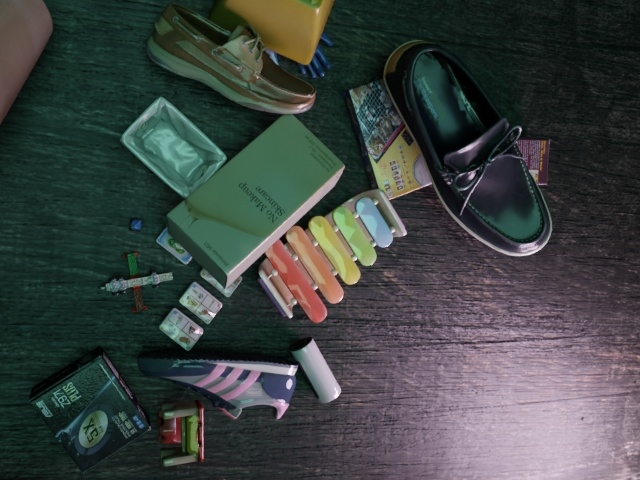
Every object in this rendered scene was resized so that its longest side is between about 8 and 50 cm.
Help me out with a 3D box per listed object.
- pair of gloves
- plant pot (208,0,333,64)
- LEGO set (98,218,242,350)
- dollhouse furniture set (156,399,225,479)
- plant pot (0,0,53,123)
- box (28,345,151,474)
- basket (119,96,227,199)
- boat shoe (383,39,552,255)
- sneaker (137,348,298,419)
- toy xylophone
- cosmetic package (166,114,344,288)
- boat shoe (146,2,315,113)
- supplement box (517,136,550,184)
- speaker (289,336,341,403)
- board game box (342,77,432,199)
[{"bbox_3d":[-0.073,-0.378,1.371,0.198,0.023,0.159,-28,104,-13],"label":"pair of gloves"},{"bbox_3d":[-0.062,-0.477,1.257,0.212,0.187,0.212,21,85,-12],"label":"plant pot"},{"bbox_3d":[-0.302,0.071,1.349,0.244,0.060,0.182,41,71,-18],"label":"LEGO set"},{"bbox_3d":[-0.233,0.484,1.330,0.152,0.201,0.373,0,89,-17],"label":"dollhouse furniture set"},{"bbox_3d":[-0.591,-0.312,1.090,0.323,0.323,0.280,42,67,-17],"label":"plant pot"},{"bbox_3d":[-0.431,0.317,1.306,0.147,0.077,0.180,-32,104,-11],"label":"box"},{"bbox_3d":[-0.275,-0.169,1.288,0.167,0.103,0.113,44,82,-18],"label":"basket"},{"bbox_3d":[0.299,-0.174,1.365,0.187,0.156,0.500,-34,99,-2],"label":"boat shoe"},{"bbox_3d":[-0.202,0.286,1.356,0.319,0.112,0.131,9,90,-17],"label":"sneaker"},{"bbox_3d":[0.000,0.000,1.404,0.323,0.081,0.236,-43,106,-9],"label":"toy xylophone"},{"bbox_3d":[-0.120,-0.077,1.294,0.160,0.113,0.309,43,70,4],"label":"cosmetic package"},{"bbox_3d":[-0.153,-0.332,1.267,0.325,0.123,0.116,20,122,-12],"label":"boat shoe"},{"bbox_3d":[0.395,-0.173,1.508,0.188,0.081,0.104,-1,97,-17],"label":"supplement box"},{"bbox_3d":[-0.010,0.269,1.444,0.055,0.055,0.136,-31,104,-12],"label":"speaker"},{"bbox_3d":[0.159,-0.221,1.450,0.165,0.042,0.243,-20,102,-15],"label":"board game box"}]
